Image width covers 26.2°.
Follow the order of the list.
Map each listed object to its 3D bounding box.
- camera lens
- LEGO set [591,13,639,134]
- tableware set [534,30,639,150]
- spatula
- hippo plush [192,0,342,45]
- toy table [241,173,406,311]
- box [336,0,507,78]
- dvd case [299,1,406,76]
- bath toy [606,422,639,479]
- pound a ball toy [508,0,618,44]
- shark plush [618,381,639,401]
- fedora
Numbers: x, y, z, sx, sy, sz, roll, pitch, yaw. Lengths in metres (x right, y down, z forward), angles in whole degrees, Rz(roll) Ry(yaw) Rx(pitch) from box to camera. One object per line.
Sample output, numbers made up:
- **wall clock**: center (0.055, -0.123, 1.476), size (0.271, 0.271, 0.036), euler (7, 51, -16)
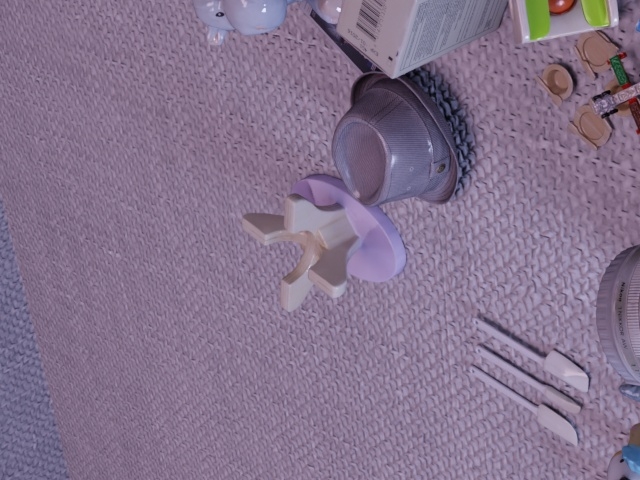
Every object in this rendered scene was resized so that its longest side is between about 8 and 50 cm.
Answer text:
- **camera lens**: center (0.534, 0.096, 1.821), size (0.274, 0.219, 0.219), euler (-5, 110, 53)
- **LEGO set**: center (0.466, -0.220, 1.835), size (0.244, 0.060, 0.182), euler (32, 119, 30)
- **tableware set**: center (0.387, -0.215, 1.960), size (0.141, 0.020, 0.169), euler (55, 145, 9)
- **spatula**: center (0.348, 0.228, 2.326), size (0.242, 0.019, 0.168), euler (33, 142, 35)
- **hippo plush**: center (-0.095, -0.439, 2.170), size (0.294, 0.236, 0.234), euler (22, 127, 47)
- **toy table**: center (0.000, 0.000, 2.475), size (0.274, 0.161, 0.252), euler (25, 132, 41)
- **box**: center (0.156, -0.356, 1.963), size (0.127, 0.232, 0.149), euler (42, 141, 25)
- **dvd case**: center (0.068, -0.369, 2.238), size (0.239, 0.029, 0.179), euler (50, 143, 20)
- **bath toy**: center (0.509, 0.449, 2.181), size (0.151, 0.129, 0.348), euler (32, 137, 34)
- **pound a ball toy**: center (0.333, -0.378, 1.745), size (0.136, 0.208, 0.319), euler (-72, -29, -82)
- **shark plush**: center (0.530, 0.254, 2.068), size (0.161, 0.067, 0.073), euler (43, 141, 24)
- **fedora**: center (0.103, -0.141, 2.231), size (0.244, 0.124, 0.275), euler (44, 153, 18)
